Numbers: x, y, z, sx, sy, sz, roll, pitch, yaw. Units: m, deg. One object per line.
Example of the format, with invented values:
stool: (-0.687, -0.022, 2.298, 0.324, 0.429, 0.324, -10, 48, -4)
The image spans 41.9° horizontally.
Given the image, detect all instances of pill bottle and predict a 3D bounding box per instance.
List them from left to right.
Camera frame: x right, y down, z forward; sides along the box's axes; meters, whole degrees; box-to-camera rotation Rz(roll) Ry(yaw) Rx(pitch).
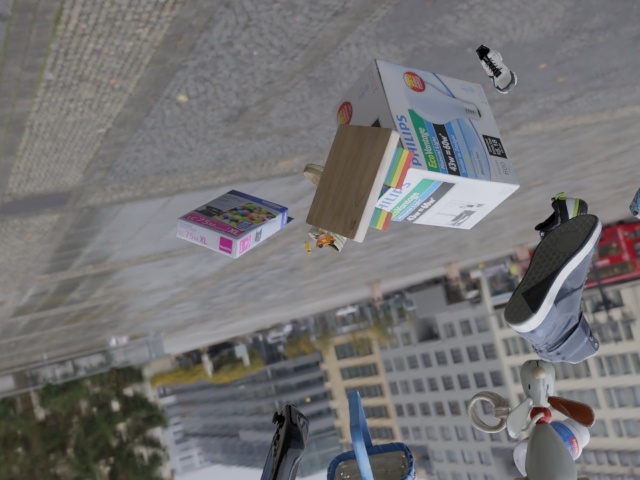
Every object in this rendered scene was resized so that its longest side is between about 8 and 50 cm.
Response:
pill bottle: (0.660, 0.583, 2.365, 0.221, 0.124, 0.124, -19, 178, -36)

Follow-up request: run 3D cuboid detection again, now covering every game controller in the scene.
game controller: (-0.087, 0.419, 1.305, 0.067, 0.319, 0.166, 17, -173, 4)

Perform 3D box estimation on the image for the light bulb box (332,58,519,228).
light bulb box: (0.268, -0.244, 2.186, 0.361, 0.358, 0.225, 5, 146, -32)

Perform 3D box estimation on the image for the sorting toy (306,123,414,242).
sorting toy: (0.095, -0.130, 1.943, 0.089, 0.257, 0.255, 18, -179, -28)

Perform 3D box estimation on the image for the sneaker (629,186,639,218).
sneaker: (0.803, -0.137, 1.911, 0.262, 0.104, 0.125, -30, 164, -17)

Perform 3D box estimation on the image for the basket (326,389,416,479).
basket: (0.109, 0.505, 1.876, 0.201, 0.289, 0.255, -17, -169, 6)

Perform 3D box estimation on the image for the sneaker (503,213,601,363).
sneaker: (0.392, 0.084, 1.306, 0.226, 0.163, 0.086, -53, -151, -13)

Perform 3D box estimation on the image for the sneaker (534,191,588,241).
sneaker: (0.540, -0.009, 1.937, 0.097, 0.235, 0.084, 16, -150, 8)

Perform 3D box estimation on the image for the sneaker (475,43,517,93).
sneaker: (0.291, -0.287, 1.401, 0.043, 0.109, 0.040, 23, 122, -41)

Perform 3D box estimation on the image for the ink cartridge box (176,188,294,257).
ink cartridge box: (-0.215, -0.057, 2.206, 0.185, 0.065, 0.311, 19, -154, 22)

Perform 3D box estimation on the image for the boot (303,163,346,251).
boot: (0.010, -0.088, 2.232, 0.165, 0.213, 0.077, -55, -167, -18)

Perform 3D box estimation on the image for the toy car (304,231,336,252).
toy car: (0.000, 0.000, 2.127, 0.060, 0.040, 0.122, -19, 180, 17)

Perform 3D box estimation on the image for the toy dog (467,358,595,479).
toy dog: (0.449, 0.406, 1.671, 0.220, 0.334, 0.161, -26, 160, 0)
